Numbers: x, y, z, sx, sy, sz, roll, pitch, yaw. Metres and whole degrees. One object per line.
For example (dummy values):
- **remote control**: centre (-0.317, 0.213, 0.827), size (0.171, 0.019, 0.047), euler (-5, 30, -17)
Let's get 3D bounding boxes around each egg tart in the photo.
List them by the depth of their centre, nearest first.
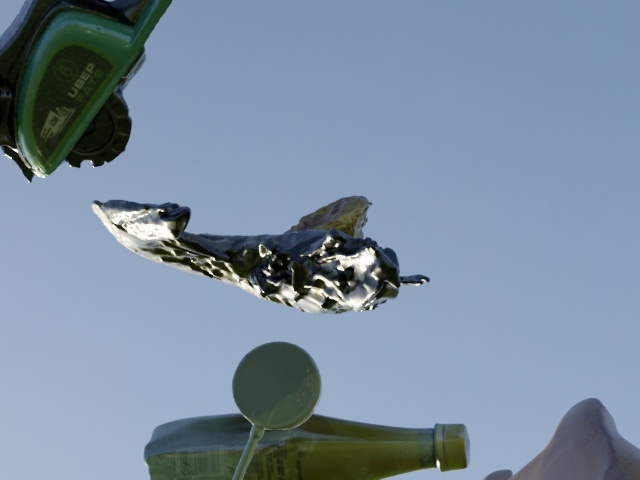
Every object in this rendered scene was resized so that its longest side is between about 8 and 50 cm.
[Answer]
- **egg tart**: centre (0.000, 0.000, 1.422), size (0.130, 0.130, 0.052), euler (-29, -81, 12)

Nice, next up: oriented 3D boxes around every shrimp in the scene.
- **shrimp**: centre (-0.065, 0.008, 1.210), size (0.233, 0.071, 0.365), euler (18, -7, -24)

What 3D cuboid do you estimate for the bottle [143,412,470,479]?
- **bottle**: centre (-0.010, 0.180, 1.195), size (0.270, 0.083, 0.083), euler (-6, -37, 11)

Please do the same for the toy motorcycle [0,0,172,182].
- **toy motorcycle**: centre (-0.105, -0.103, 0.629), size (0.100, 0.058, 0.173), euler (32, -79, -26)

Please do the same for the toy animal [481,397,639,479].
- **toy animal**: centre (0.169, 0.236, 0.694), size (0.256, 0.213, 0.195), euler (39, -60, -2)

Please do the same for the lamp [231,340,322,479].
- **lamp**: centre (-0.047, 0.152, 0.785), size (0.050, 0.198, 0.056), euler (16, -16, 19)
